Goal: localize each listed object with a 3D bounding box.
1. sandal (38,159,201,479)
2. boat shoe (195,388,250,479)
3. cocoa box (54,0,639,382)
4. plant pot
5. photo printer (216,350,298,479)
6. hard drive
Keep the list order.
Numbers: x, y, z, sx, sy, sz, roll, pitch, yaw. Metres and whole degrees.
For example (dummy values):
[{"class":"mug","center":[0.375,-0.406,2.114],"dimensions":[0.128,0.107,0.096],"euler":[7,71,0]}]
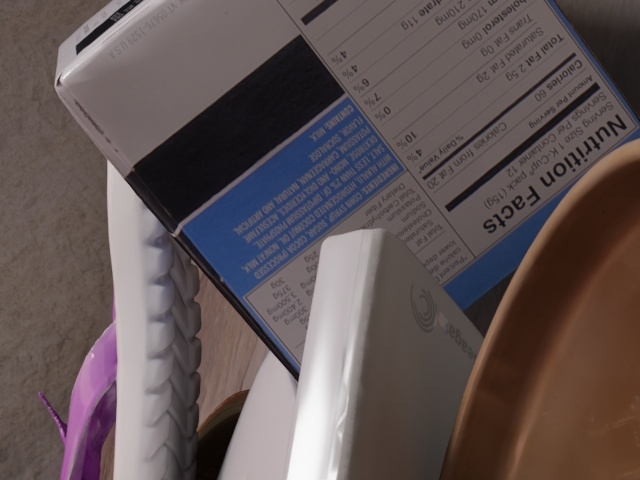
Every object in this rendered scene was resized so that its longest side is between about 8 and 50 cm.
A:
[{"class":"sandal","center":[-0.148,0.105,1.192],"dimensions":[0.169,0.102,0.416],"euler":[49,-138,-78]},{"class":"boat shoe","center":[-0.089,0.224,1.382],"dimensions":[0.110,0.122,0.341],"euler":[-86,16,-47]},{"class":"cocoa box","center":[0.000,-0.086,0.970],"dimensions":[0.231,0.228,0.347],"euler":[-39,13,-1]},{"class":"plant pot","center":[0.127,0.090,0.570],"dimensions":[0.237,0.110,0.237],"euler":[-163,90,-78]},{"class":"photo printer","center":[-0.011,0.219,1.043],"dimensions":[0.307,0.107,0.256],"euler":[-114,43,-74]},{"class":"hard drive","center":[0.042,0.176,0.685],"dimensions":[0.040,0.203,0.307],"euler":[-13,49,29]}]
